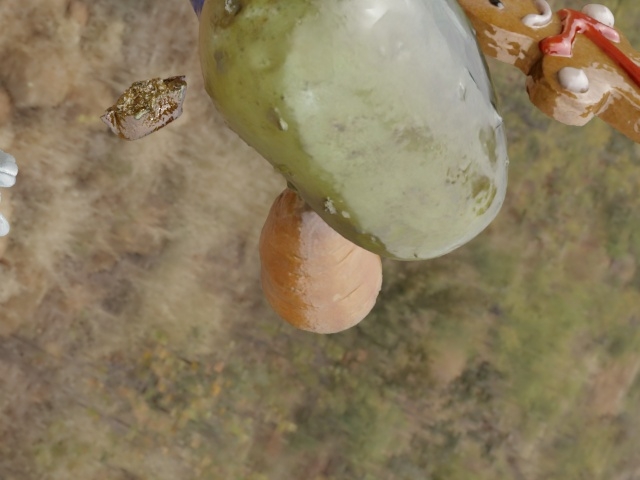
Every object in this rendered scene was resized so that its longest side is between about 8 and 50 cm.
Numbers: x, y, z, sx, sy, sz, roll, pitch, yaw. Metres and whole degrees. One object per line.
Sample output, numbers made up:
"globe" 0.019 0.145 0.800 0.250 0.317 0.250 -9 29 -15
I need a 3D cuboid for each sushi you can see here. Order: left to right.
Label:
"sushi" -0.192 -0.149 1.259 0.118 0.061 0.060 -48 137 -47

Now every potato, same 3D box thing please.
"potato" 0.034 -0.113 0.875 0.307 0.173 0.210 52 36 -31

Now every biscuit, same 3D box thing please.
"biscuit" 0.245 -0.149 1.002 0.205 0.324 0.049 -46 164 -54

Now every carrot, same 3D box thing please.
"carrot" 0.000 0.000 1.400 0.159 0.159 0.225 -59 167 -21

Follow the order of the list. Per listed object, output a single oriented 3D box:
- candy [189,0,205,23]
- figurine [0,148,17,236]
"candy" -0.054 -0.223 1.354 0.331 0.187 0.077 -112 -143 -49
"figurine" -0.363 -0.048 1.198 0.082 0.094 0.086 -30 140 -50
